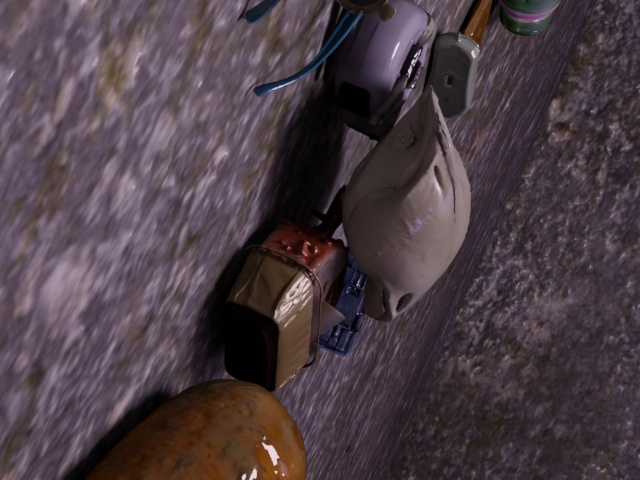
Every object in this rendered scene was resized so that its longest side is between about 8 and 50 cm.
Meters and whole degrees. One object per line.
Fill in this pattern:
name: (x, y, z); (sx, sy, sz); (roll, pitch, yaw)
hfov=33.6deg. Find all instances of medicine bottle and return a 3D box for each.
medicine bottle: (0.415, -0.528, 2.070); (0.133, 0.133, 0.274); (-58, 162, -26)

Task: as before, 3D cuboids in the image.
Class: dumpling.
dumpling: (0.119, -0.070, 1.479); (0.260, 0.181, 0.341); (-83, 162, -47)

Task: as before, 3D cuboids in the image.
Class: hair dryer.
hair dryer: (0.061, -0.316, 1.365); (0.114, 0.071, 0.248); (-35, 149, -61)

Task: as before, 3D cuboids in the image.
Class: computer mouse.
computer mouse: (0.238, -0.306, 1.907); (0.056, 0.089, 0.181); (-65, 165, -44)

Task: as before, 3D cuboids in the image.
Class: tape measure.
tape measure: (0.092, -0.245, 1.486); (0.196, 0.105, 0.178); (-66, 163, 2)

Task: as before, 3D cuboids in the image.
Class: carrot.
carrot: (-0.164, 0.310, 1.253); (0.341, 0.224, 0.224); (-32, 143, -52)

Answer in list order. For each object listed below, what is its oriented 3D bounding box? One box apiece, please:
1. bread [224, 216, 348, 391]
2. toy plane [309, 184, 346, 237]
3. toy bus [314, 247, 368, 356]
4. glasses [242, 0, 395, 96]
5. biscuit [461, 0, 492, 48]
bread: (-0.042, 0.085, 1.453); (0.212, 0.142, 0.224); (-51, 158, -38)
toy plane: (-0.003, -0.001, 1.607); (0.130, 0.061, 0.189); (-25, 132, -65)
toy bus: (0.060, 0.088, 1.919); (0.094, 0.079, 0.236); (-69, -177, -88)
glasses: (-0.016, -0.285, 1.212); (0.221, 0.088, 0.189); (-38, 155, -19)
biscuit: (0.280, -0.360, 2.050); (0.162, 0.035, 0.250); (-32, 143, -72)
